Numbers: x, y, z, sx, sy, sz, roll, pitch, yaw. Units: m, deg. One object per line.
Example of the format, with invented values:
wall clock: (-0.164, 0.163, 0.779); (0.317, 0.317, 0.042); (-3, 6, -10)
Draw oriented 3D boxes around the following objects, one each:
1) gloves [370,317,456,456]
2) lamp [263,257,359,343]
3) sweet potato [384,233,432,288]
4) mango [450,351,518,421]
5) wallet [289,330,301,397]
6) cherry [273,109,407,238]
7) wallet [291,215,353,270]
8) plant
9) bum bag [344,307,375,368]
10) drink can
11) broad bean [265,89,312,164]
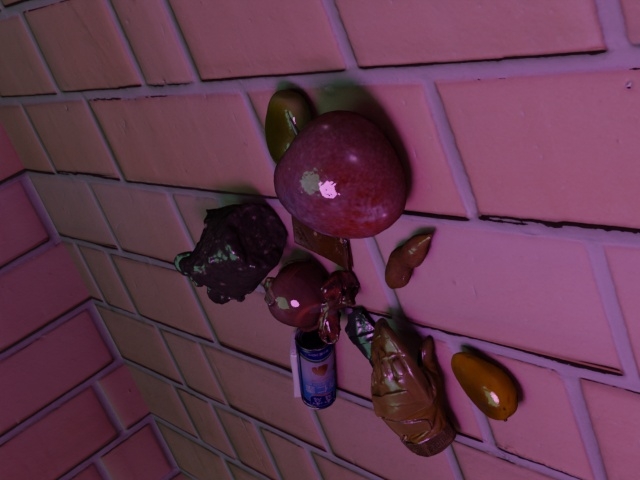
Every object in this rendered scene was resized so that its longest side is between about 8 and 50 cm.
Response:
gloves: (0.184, 0.317, 1.967); (0.154, 0.141, 0.331); (-4, 123, 41)
lamp: (-0.026, 0.118, 2.110); (0.223, 0.151, 0.215); (16, 134, 5)
sweet potato: (0.168, 0.034, 1.806); (0.065, 0.051, 0.218); (52, 150, 15)
mango: (0.318, 0.279, 1.806); (0.161, 0.076, 0.103); (44, 154, 27)
wallet: (-0.058, 0.324, 2.413); (0.033, 0.095, 0.190); (0, 133, 6)
cherry: (0.026, -0.123, 1.698); (0.285, 0.213, 0.236); (48, 160, -4)
wallet: (0.000, 0.000, 2.051); (0.176, 0.026, 0.095); (29, 139, 39)
plant: (-0.214, 0.027, 2.213); (0.199, 0.188, 0.276); (26, 145, -25)
bum bag: (0.127, 0.241, 2.087); (0.197, 0.049, 0.087); (51, 127, 10)
drink can: (-0.011, 0.314, 2.316); (0.097, 0.097, 0.235); (34, 143, 35)
broad bean: (-0.060, -0.220, 1.874); (0.124, 0.082, 0.174); (26, 129, 42)
